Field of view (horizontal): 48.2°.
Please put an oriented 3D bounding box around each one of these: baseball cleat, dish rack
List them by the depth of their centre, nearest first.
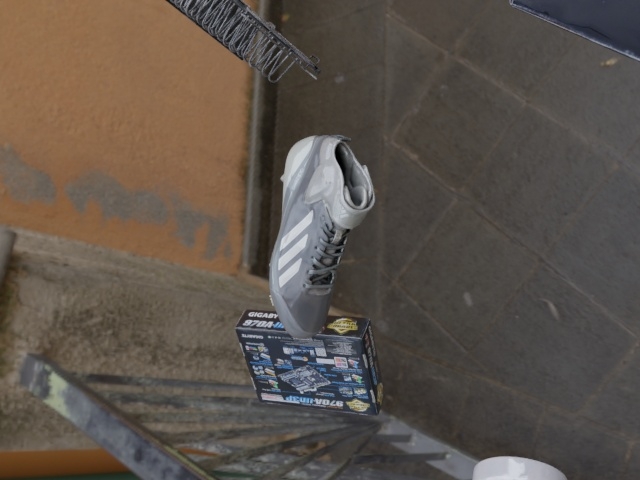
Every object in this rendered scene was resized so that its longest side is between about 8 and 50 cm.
[{"bbox_3d":[0.000,0.000,0.697,0.109,0.072,0.206,6,98,53],"label":"baseball cleat"},{"bbox_3d":[-0.120,-0.294,0.958,0.074,0.208,0.271,-52,43,9],"label":"dish rack"}]

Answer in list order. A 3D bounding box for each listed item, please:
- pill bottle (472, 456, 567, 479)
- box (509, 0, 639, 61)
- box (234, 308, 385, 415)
[{"bbox_3d":[0.270,0.487,0.995,0.187,0.188,0.334,-16,42,34],"label":"pill bottle"},{"bbox_3d":[0.317,-0.329,0.526,0.178,0.312,0.343,27,126,10],"label":"box"},{"bbox_3d":[-0.016,0.199,1.169,0.220,0.175,0.051,1,36,21],"label":"box"}]
